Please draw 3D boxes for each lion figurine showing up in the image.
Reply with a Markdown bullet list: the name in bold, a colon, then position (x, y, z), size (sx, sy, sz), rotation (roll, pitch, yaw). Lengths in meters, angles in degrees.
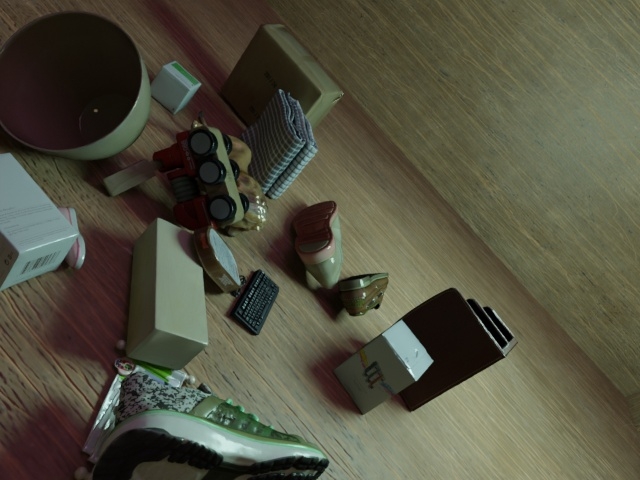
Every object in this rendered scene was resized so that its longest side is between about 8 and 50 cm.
- **lion figurine**: position (-0.244, -0.194, 1.198), size (0.240, 0.142, 0.392), rotation (17, 45, -20)

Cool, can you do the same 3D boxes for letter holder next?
- **letter holder**: position (0.320, 0.273, 1.214), size (0.152, 0.302, 0.215), rotation (-5, 56, -56)

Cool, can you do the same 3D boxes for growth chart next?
- **growth chart**: position (-0.267, 0.283, 0.699), size (0.172, 0.021, 0.237), rotation (33, 32, -27)

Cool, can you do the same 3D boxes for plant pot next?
- **plant pot**: position (-0.470, -0.282, 0.930), size (0.284, 0.284, 0.191), rotation (51, -6, 8)

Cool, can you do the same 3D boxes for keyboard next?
- **keyboard**: position (-0.155, 0.128, 1.047), size (0.108, 0.023, 0.180), rotation (41, 28, -11)

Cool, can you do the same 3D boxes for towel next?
- **towel**: position (-0.138, -0.303, 1.403), size (0.121, 0.235, 0.284), rotation (15, 41, -36)

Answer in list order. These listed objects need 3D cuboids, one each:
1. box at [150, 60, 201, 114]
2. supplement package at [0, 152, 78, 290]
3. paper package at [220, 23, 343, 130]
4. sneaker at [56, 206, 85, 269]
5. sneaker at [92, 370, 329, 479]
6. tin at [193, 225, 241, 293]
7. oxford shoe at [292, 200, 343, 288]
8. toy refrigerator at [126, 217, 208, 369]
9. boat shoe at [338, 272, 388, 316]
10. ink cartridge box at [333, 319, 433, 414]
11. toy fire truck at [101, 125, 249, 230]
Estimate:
- **box**: position (-0.427, -0.447, 1.326), size (0.101, 0.102, 0.087), rotation (41, 31, -14)
- **supplement package**: position (-0.492, -0.032, 0.703), size (0.179, 0.105, 0.105), rotation (49, 29, 3)
- **paper package**: position (-0.142, -0.518, 1.587), size (0.325, 0.309, 0.168), rotation (48, 32, 4)
- **sneaker**: position (-0.455, -0.006, 0.782), size (0.070, 0.051, 0.134), rotation (7, 44, -48)
- **sneaker**: position (-0.142, 0.298, 0.712), size (0.410, 0.158, 0.182), rotation (38, 13, -38)
- **tin**: position (-0.213, 0.042, 0.956), size (0.190, 0.040, 0.106), rotation (70, 4, -61)
- **oxford shoe**: position (0.000, 0.000, 1.354), size (0.397, 0.140, 0.147), rotation (-80, 153, -62)
- **toy refrigerator**: position (-0.282, 0.092, 0.831), size (0.102, 0.094, 0.270), rotation (30, 28, -38)
- **boat shoe**: position (0.130, 0.155, 1.336), size (0.307, 0.110, 0.105), rotation (-5, 84, -63)
- **ink cartridge box**: position (0.150, 0.298, 1.082), size (0.127, 0.176, 0.128), rotation (54, 29, 13)
- **toy fire truck**: position (-0.312, -0.117, 0.995), size (0.158, 0.246, 0.217), rotation (-48, 123, -76)
